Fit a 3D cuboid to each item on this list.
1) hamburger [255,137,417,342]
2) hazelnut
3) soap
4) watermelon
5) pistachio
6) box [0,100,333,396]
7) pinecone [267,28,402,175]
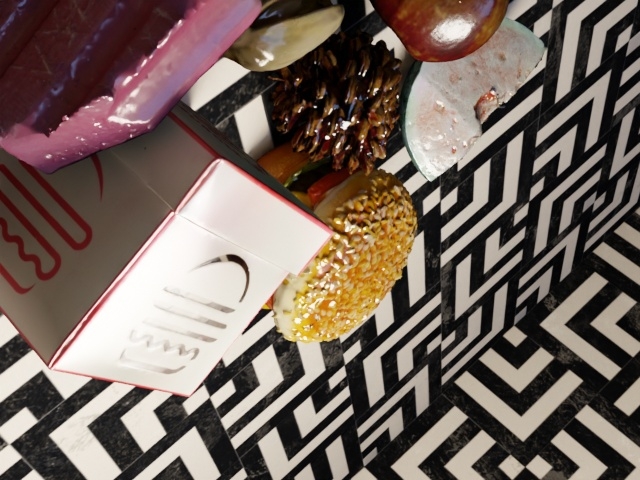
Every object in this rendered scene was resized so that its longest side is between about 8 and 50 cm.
[{"bbox_3d":[0.000,0.000,1.597,0.330,0.250,0.330,-35,149,-25],"label":"hamburger"},{"bbox_3d":[0.184,-0.387,1.410,0.218,0.234,0.218,-33,172,-5],"label":"hazelnut"},{"bbox_3d":[-0.221,-0.224,0.969,0.325,0.220,0.127,-49,164,3],"label":"soap"},{"bbox_3d":[0.227,-0.280,1.727,0.322,0.188,0.175,-48,-163,-17],"label":"watermelon"},{"bbox_3d":[-0.060,-0.302,1.291,0.206,0.131,0.130,-33,106,-35],"label":"pistachio"},{"bbox_3d":[-0.230,-0.025,1.178,0.300,0.312,0.314,-51,153,3],"label":"box"},{"bbox_3d":[0.020,-0.213,1.429,0.221,0.221,0.221,-35,148,-25],"label":"pinecone"}]
